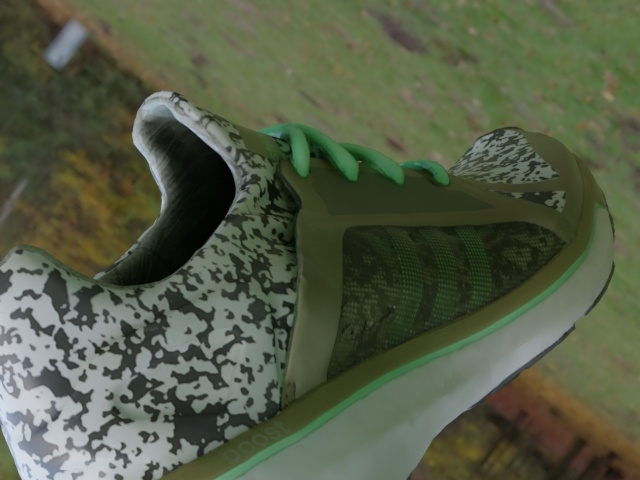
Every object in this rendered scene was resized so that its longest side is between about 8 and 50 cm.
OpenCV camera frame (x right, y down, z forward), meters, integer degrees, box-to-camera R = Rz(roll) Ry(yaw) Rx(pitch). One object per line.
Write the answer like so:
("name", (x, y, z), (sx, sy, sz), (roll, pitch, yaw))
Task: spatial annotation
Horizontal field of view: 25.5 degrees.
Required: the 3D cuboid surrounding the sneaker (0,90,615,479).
("sneaker", (0.000, 0.000, 0.627), (0.410, 0.158, 0.182), (-39, -76, -52))
